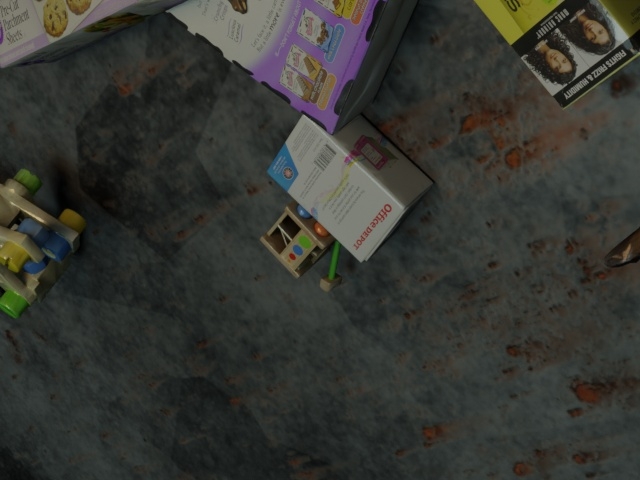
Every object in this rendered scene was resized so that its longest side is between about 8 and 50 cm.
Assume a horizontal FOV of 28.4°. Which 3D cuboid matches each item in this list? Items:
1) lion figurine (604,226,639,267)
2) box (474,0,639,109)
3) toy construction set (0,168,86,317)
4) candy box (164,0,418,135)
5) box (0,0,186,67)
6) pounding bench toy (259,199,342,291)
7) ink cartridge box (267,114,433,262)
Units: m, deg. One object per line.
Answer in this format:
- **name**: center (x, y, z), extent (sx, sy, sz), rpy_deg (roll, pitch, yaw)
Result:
- **lion figurine**: center (0.306, -0.125, 0.765), extent (0.392, 0.142, 0.240), rpy_deg (-20, 71, 52)
- **box**: center (0.140, -0.213, 0.904), extent (0.232, 0.058, 0.087), rpy_deg (52, 138, -1)
- **toy construction set**: center (-0.400, -0.041, 1.404), extent (0.328, 0.151, 0.215), rpy_deg (42, 162, 20)
- **candy box**: center (-0.025, -0.211, 1.034), extent (0.196, 0.070, 0.165), rpy_deg (38, 136, 13)
- **box**: center (-0.212, -0.213, 1.130), extent (0.324, 0.063, 0.067), rpy_deg (-4, 99, 57)
- **pounding bench toy**: center (0.000, 0.000, 1.172), extent (0.083, 0.052, 0.065), rpy_deg (47, 137, 4)
- **ink cartridge box**: center (0.026, -0.054, 1.114), extent (0.122, 0.052, 0.088), rpy_deg (45, 137, 8)
